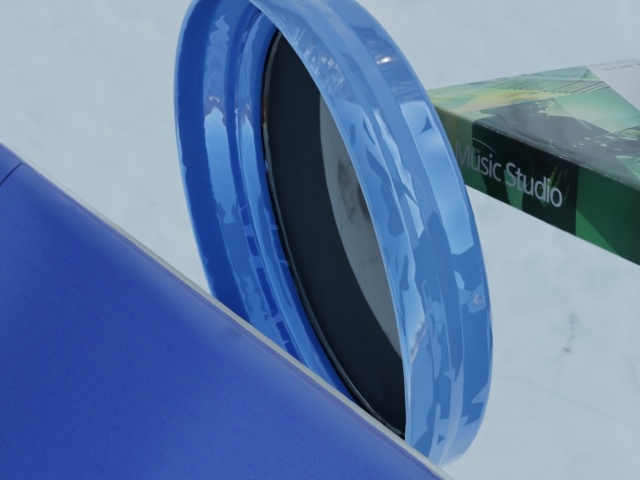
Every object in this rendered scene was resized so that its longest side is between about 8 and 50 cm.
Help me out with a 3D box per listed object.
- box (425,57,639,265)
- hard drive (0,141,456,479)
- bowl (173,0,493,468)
[{"bbox_3d":[0.241,-0.056,0.930,0.322,0.232,0.058,29,125,53],"label":"box"},{"bbox_3d":[-0.115,0.114,0.677,0.319,0.040,0.210,35,91,26],"label":"hard drive"},{"bbox_3d":[0.000,0.000,0.981,0.077,0.391,0.391,-17,70,-20],"label":"bowl"}]
